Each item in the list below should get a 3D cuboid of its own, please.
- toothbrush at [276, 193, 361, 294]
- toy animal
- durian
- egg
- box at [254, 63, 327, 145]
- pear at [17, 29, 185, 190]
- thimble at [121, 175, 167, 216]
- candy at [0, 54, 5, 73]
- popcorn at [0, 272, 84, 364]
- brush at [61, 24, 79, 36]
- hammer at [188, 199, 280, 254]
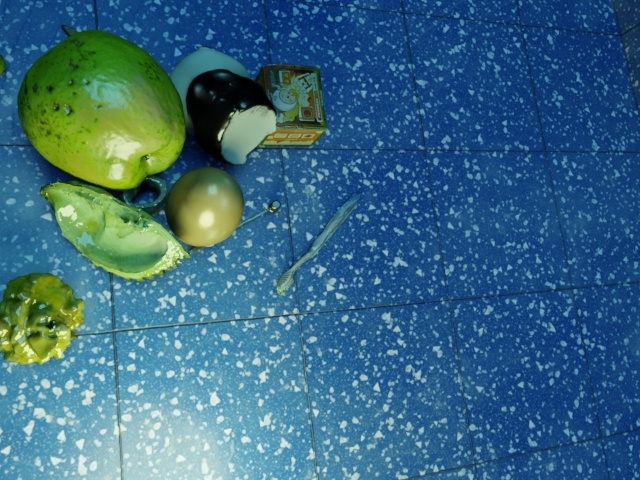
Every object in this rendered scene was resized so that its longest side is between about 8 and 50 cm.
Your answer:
[{"bbox_3d":[0.000,0.000,1.791,0.035,0.042,0.413,27,63,27],"label":"toothbrush"},{"bbox_3d":[-0.280,-0.381,1.650,0.251,0.250,0.310,-34,64,-24],"label":"toy animal"},{"bbox_3d":[-0.518,-0.021,1.509,0.395,0.198,0.163,33,70,-9],"label":"durian"},{"bbox_3d":[-0.300,-0.093,1.590,0.201,0.244,0.200,9,62,-17],"label":"egg"},{"bbox_3d":[-0.092,-0.393,1.785,0.178,0.148,0.194,-3,79,-20],"label":"box"},{"bbox_3d":[-0.513,-0.306,1.491,0.392,0.391,0.390,5,76,-20],"label":"pear"},{"bbox_3d":[-0.465,-0.117,1.609,0.102,0.090,0.115,44,65,-6],"label":"thimble"},{"bbox_3d":[-0.848,-0.389,1.555,0.058,0.062,0.193,18,76,-63],"label":"candy"},{"bbox_3d":[-0.659,0.184,1.422,0.189,0.169,0.217,22,77,-13],"label":"popcorn"},{"bbox_3d":[-0.631,-0.532,1.682,0.196,0.021,0.070,36,69,-8],"label":"brush"},{"bbox_3d":[-0.240,-0.035,1.707,0.292,0.058,0.029,-30,89,-18],"label":"hammer"}]
